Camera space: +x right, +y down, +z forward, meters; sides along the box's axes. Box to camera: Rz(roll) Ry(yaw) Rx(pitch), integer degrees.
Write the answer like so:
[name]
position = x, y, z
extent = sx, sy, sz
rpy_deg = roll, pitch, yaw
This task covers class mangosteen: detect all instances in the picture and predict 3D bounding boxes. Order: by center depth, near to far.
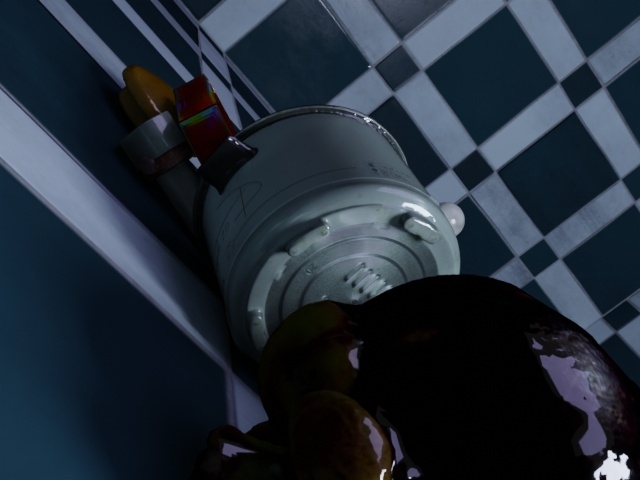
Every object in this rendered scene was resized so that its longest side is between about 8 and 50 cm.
[mangosteen]
position = 0.063, 0.151, 0.516
extent = 0.287, 0.287, 0.233
rpy_deg = 52, -2, 2

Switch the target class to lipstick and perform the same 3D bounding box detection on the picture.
[lipstick]
position = -0.143, -0.047, 0.866
extent = 0.186, 0.063, 0.057
rpy_deg = 56, 39, -8

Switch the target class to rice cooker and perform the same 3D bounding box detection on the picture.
[rice cooker]
position = 0.000, 0.000, 0.785
extent = 0.280, 0.241, 0.227
rpy_deg = 32, 19, -34

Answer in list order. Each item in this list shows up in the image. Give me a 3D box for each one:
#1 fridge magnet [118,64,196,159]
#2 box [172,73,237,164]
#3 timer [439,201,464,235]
[fridge magnet]
position = -0.205, -0.162, 1.004
extent = 0.143, 0.063, 0.143
rpy_deg = 51, 10, -12
[box]
position = -0.122, -0.121, 0.912
extent = 0.112, 0.048, 0.175
rpy_deg = 63, -1, -27
[timer]
position = 0.165, 0.022, 1.596
extent = 0.240, 0.233, 0.233
rpy_deg = -7, -44, 45
